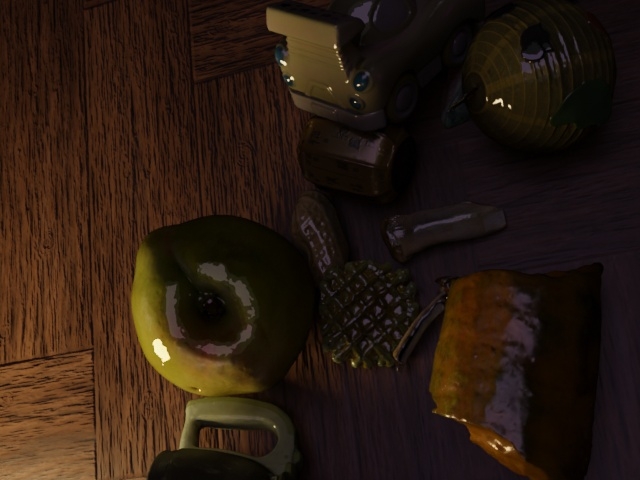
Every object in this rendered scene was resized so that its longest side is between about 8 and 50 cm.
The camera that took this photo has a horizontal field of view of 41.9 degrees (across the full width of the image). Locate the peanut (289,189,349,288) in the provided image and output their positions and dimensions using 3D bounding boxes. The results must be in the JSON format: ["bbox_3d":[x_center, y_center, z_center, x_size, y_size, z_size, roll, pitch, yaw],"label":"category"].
[{"bbox_3d":[0.000,0.000,1.463,0.083,0.093,0.194,-33,63,41],"label":"peanut"}]

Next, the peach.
[{"bbox_3d":[-0.150,0.101,1.368,0.281,0.315,0.314,-25,75,11],"label":"peach"}]

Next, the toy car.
[{"bbox_3d":[0.095,-0.365,1.393,0.242,0.226,0.336,26,62,38],"label":"toy car"}]

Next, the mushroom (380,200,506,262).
[{"bbox_3d":[0.207,-0.020,1.412,0.209,0.071,0.084,-13,77,12],"label":"mushroom"}]

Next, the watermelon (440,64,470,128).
[{"bbox_3d":[0.262,-0.284,1.472,0.094,0.081,0.180,18,76,48],"label":"watermelon"}]

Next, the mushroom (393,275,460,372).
[{"bbox_3d":[0.176,0.134,1.381,0.187,0.060,0.061,-49,22,0],"label":"mushroom"}]

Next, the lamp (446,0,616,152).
[{"bbox_3d":[0.319,-0.254,1.323,0.284,0.250,0.250,-18,68,-17],"label":"lamp"}]

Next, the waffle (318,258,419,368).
[{"bbox_3d":[0.081,0.123,1.402,0.169,0.036,0.184,0,88,-3],"label":"waffle"}]

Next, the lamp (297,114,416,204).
[{"bbox_3d":[0.062,-0.149,1.449,0.185,0.161,0.161,15,81,27],"label":"lamp"}]

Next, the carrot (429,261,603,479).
[{"bbox_3d":[0.289,0.187,1.235,0.241,0.241,0.341,7,75,21],"label":"carrot"}]

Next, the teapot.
[{"bbox_3d":[-0.142,0.433,1.367,0.239,0.322,0.240,-5,112,6],"label":"teapot"}]
